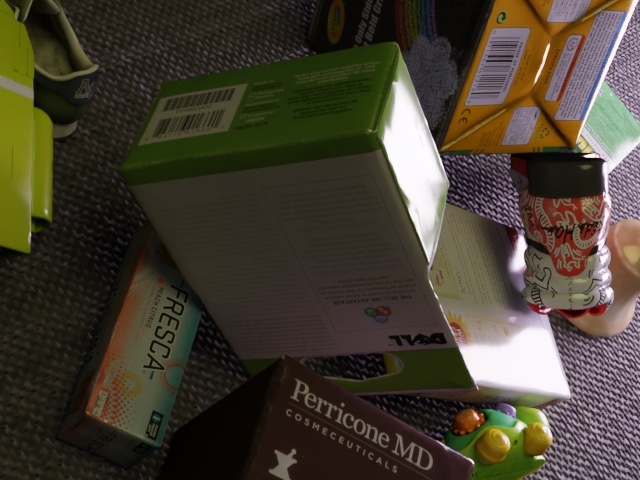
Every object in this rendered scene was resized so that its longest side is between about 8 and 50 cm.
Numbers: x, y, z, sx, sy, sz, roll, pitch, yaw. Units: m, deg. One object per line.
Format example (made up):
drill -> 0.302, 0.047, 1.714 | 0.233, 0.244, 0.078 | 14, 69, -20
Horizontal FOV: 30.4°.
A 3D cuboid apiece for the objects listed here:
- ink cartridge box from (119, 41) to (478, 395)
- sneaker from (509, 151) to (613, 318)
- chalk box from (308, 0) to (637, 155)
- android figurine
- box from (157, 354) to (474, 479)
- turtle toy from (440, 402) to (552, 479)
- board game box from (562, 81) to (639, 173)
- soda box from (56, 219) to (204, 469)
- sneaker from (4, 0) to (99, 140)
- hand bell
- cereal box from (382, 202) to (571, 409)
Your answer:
ink cartridge box -> 0.000, 0.000, 0.856 | 0.097, 0.188, 0.255 | -73, 148, -42
sneaker -> 0.223, -0.009, 1.104 | 0.270, 0.090, 0.145 | -39, 128, -80
chalk box -> 0.118, -0.226, 1.104 | 0.179, 0.180, 0.289 | -4, 36, -34
android figurine -> -0.272, -0.084, 0.799 | 0.248, 0.056, 0.273 | 18, 63, -56
box -> -0.024, 0.223, 0.788 | 0.168, 0.167, 0.203 | 31, 51, -17
turtle toy -> 0.148, 0.175, 0.997 | 0.130, 0.095, 0.066 | -2, 45, -36
board game box -> 0.249, -0.186, 1.308 | 0.260, 0.030, 0.136 | 52, 46, 1
soda box -> -0.131, 0.071, 0.875 | 0.063, 0.058, 0.183 | 29, 52, -19
sneaker -> -0.237, -0.177, 0.924 | 0.064, 0.086, 0.192 | -33, 85, -42
hand bell -> 0.334, -0.010, 1.123 | 0.126, 0.242, 0.126 | 16, 56, -26
cereal box -> 0.125, 0.055, 1.024 | 0.240, 0.047, 0.173 | 17, 54, -51
